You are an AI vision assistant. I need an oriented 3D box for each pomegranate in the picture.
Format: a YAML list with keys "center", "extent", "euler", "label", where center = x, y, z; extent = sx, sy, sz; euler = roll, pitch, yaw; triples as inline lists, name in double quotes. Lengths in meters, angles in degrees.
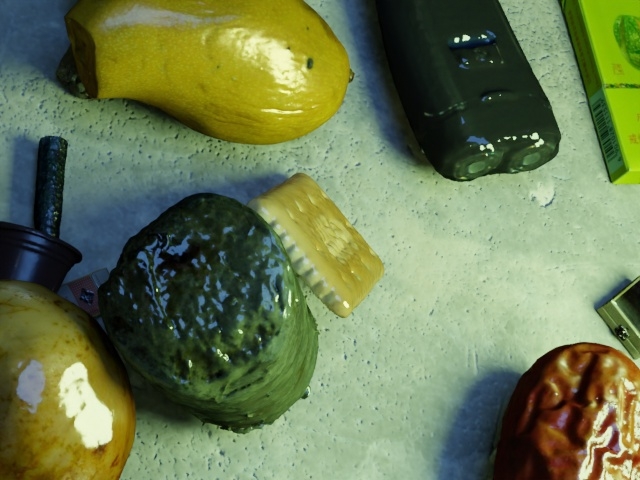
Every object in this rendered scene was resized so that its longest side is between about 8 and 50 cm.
- center: [-0.293, 0.159, 1.592]
  extent: [0.248, 0.248, 0.248]
  euler: [11, 62, -21]
  label: "pomegranate"

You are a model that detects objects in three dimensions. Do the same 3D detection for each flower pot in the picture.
- center: [-0.308, 0.040, 1.719]
  extent: [0.111, 0.111, 0.089]
  euler: [20, 74, -16]
  label: "flower pot"

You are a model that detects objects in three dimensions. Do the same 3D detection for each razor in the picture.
- center: [0.170, -0.231, 2.068]
  extent: [0.189, 0.107, 0.327]
  euler: [-7, 68, -28]
  label: "razor"

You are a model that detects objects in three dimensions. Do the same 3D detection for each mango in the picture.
- center: [-0.116, -0.210, 1.871]
  extent: [0.359, 0.144, 0.187]
  euler: [16, 98, -35]
  label: "mango"

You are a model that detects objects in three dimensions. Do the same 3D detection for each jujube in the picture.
- center: [0.278, 0.232, 1.860]
  extent: [0.174, 0.174, 0.250]
  euler: [27, 61, -12]
  label: "jujube"

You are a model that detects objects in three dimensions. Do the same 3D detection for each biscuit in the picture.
- center: [0.001, -0.001, 1.831]
  extent: [0.160, 0.030, 0.249]
  euler: [50, 14, 1]
  label: "biscuit"

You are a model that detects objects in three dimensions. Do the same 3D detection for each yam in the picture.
- center: [-0.103, 0.078, 1.672]
  extent: [0.195, 0.300, 0.195]
  euler: [-2, 74, 6]
  label: "yam"

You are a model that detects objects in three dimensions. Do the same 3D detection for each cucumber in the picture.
- center: [-0.289, -0.047, 1.803]
  extent: [0.032, 0.032, 0.133]
  euler: [10, 64, -22]
  label: "cucumber"

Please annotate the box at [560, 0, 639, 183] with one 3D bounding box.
- center: [0.428, -0.233, 2.233]
  extent: [0.187, 0.047, 0.335]
  euler: [-1, 68, -26]
  label: "box"

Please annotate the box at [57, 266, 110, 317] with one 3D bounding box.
- center: [-0.252, 0.063, 1.779]
  extent: [0.083, 0.012, 0.046]
  euler: [-23, 77, -31]
  label: "box"

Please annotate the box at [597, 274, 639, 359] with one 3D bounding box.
- center: [0.391, 0.092, 2.063]
  extent: [0.083, 0.035, 0.079]
  euler: [-35, 85, -35]
  label: "box"

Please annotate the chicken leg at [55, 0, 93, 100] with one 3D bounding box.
- center: [-0.238, -0.257, 1.904]
  extent: [0.125, 0.080, 0.196]
  euler: [50, 54, -15]
  label: "chicken leg"
